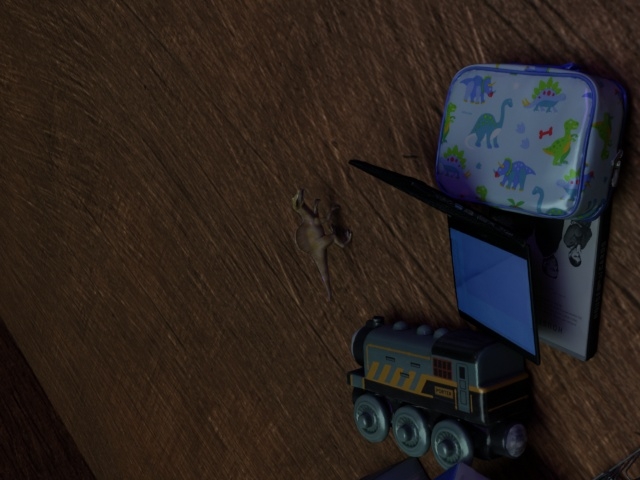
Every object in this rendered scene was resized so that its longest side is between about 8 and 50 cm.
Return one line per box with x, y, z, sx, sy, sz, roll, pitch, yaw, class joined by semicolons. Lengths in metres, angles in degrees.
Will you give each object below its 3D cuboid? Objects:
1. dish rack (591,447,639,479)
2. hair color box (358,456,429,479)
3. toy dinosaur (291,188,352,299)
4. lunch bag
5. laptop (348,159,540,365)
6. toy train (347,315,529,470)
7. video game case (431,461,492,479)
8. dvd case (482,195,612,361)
0.433;0.343;1.105;0.208;0.074;0.271;53;143;20;dish rack
0.171;0.576;1.541;0.374;0.113;0.185;61;145;10;hair color box
0.000;0.000;1.468;0.053;0.092;0.183;-11;99;55;toy dinosaur
0.245;-0.121;1.063;0.219;0.090;0.176;16;103;47;lunch bag
0.155;0.020;1.168;0.136;0.264;0.234;-64;20;2;laptop
0.167;0.218;1.345;0.334;0.142;0.190;7;102;53;toy train
0.239;0.440;1.305;0.244;0.061;0.269;29;145;-2;video game case
0.282;0.019;1.165;0.179;0.029;0.239;25;128;44;dvd case
